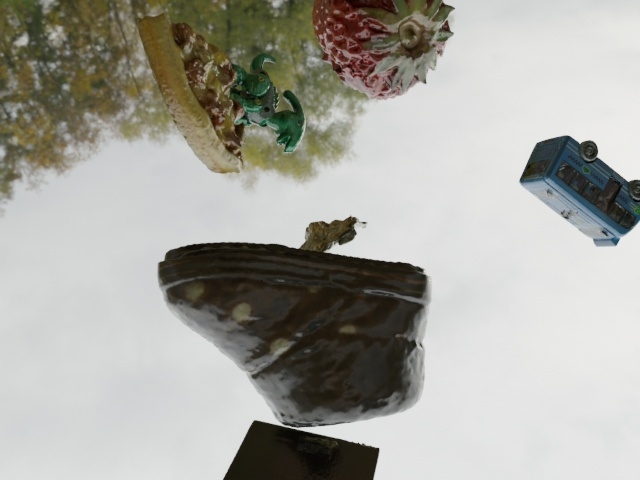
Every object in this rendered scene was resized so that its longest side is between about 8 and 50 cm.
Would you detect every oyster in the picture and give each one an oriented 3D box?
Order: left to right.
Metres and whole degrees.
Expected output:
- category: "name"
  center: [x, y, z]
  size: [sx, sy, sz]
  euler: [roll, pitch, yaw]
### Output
- category: "oyster"
  center: [0.000, 0.000, 1.351]
  size: [0.191, 0.081, 0.163]
  euler: [-41, -172, -16]

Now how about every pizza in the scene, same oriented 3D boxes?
- category: "pizza"
  center: [-0.115, -0.154, 0.628]
  size: [0.046, 0.175, 0.134]
  euler: [-13, -134, 15]

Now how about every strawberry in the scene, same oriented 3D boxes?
- category: "strawberry"
  center: [0.066, -0.323, 0.971]
  size: [0.205, 0.205, 0.244]
  euler: [-28, -144, -23]

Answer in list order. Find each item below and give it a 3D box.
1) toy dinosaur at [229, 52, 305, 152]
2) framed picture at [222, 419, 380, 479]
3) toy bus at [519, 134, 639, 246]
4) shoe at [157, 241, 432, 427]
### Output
- category: "toy dinosaur"
  center: [-0.064, -0.162, 0.734]
  size: [0.096, 0.059, 0.132]
  euler: [7, -116, -25]
- category: "framed picture"
  center: [-0.049, 0.438, 1.078]
  size: [0.255, 0.014, 0.339]
  euler: [9, -155, 10]
- category: "toy bus"
  center: [0.533, -0.100, 1.296]
  size: [0.134, 0.246, 0.113]
  euler: [-59, -165, -11]
- category: "shoe"
  center: [-0.037, 0.133, 0.878]
  size: [0.383, 0.237, 0.171]
  euler: [7, 172, -11]
